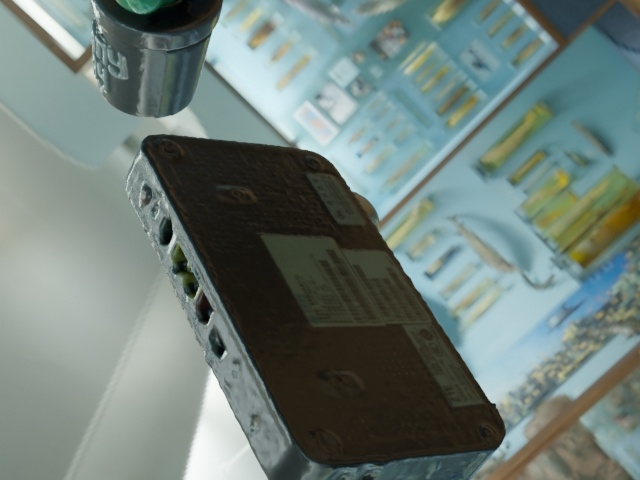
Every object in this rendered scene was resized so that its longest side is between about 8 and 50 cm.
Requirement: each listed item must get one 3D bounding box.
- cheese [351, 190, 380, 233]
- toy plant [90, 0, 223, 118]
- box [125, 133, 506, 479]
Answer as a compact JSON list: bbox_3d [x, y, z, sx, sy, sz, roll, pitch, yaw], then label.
[{"bbox_3d":[0.000,0.000,1.325,0.082,0.163,0.286,26,170,18],"label":"cheese"},{"bbox_3d":[-0.226,-0.349,1.498,0.185,0.400,0.279,24,-131,8],"label":"toy plant"},{"bbox_3d":[-0.012,0.048,0.896,0.211,0.058,0.350,3,-138,-40],"label":"box"}]
